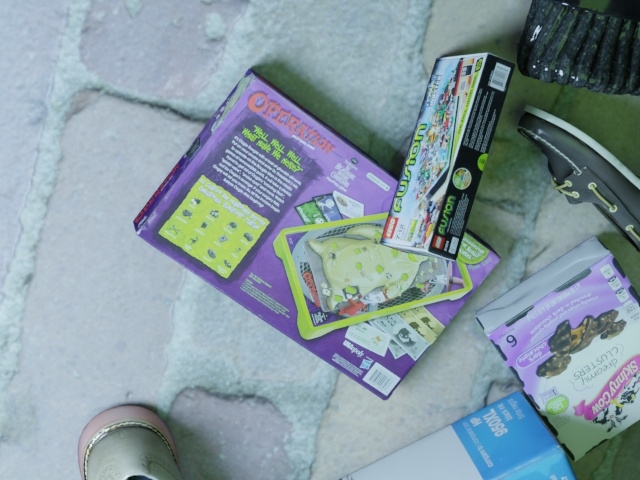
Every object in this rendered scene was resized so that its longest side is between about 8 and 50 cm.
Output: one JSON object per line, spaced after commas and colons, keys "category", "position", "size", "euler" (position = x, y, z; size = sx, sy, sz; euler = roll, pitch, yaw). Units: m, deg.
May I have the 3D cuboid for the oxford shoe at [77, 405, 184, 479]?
{"category": "oxford shoe", "position": [-0.171, 0.381, 1.594], "size": [0.140, 0.146, 0.397], "euler": [-22, 112, -5]}

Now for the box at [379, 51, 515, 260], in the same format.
{"category": "box", "position": [0.128, -0.085, 1.487], "size": [0.036, 0.114, 0.207], "euler": [19, 86, -23]}

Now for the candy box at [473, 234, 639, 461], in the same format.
{"category": "candy box", "position": [0.296, 0.122, 1.643], "size": [0.165, 0.070, 0.196], "euler": [-34, 109, 4]}

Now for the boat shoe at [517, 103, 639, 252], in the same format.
{"category": "boat shoe", "position": [0.294, -0.065, 1.580], "size": [0.227, 0.081, 0.069], "euler": [33, 95, -23]}

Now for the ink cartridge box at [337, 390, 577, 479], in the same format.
{"category": "ink cartridge box", "position": [0.123, 0.395, 1.651], "size": [0.395, 0.166, 0.285], "euler": [-26, 111, -1]}

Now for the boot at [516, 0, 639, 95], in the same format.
{"category": "boot", "position": [0.379, -0.276, 1.496], "size": [0.348, 0.131, 0.260], "euler": [3, 102, -2]}

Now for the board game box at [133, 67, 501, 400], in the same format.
{"category": "board game box", "position": [0.000, 0.000, 1.557], "size": [0.347, 0.056, 0.208], "euler": [36, 102, -21]}
